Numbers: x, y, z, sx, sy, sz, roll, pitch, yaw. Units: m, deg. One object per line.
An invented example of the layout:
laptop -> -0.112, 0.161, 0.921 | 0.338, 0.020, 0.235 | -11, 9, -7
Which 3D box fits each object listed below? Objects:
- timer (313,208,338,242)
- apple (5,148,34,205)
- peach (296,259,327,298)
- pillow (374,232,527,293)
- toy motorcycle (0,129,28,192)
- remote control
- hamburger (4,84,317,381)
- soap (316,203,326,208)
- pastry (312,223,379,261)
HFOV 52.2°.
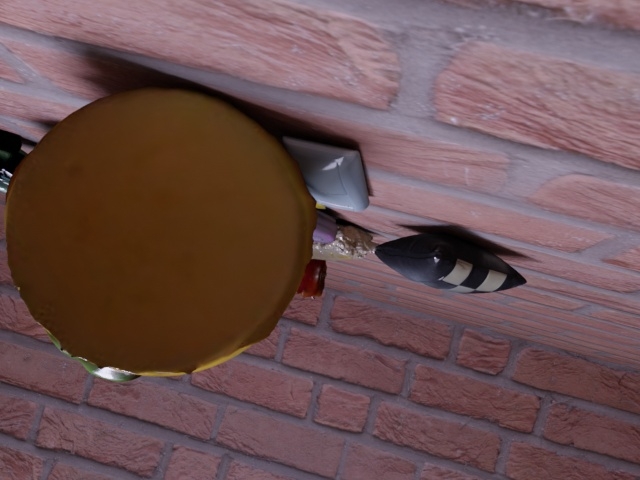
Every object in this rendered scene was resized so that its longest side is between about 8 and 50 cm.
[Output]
timer -> -0.077, -0.047, 1.371 | 0.209, 0.069, 0.191 | 5, 167, 46
apple -> -0.470, -0.045, 1.281 | 0.278, 0.250, 0.309 | -12, 116, 33
peach -> -0.113, 0.048, 1.786 | 0.268, 0.153, 0.159 | 23, -177, 19
pillow -> 0.254, 0.047, 1.269 | 0.250, 0.105, 0.186 | 16, 174, -33
toy motorcycle -> -0.615, -0.129, 1.492 | 0.331, 0.125, 0.196 | 25, 160, -15
remote control -> 0.013, -0.090, 0.986 | 0.103, 0.051, 0.293 | 13, 172, 10
hamburger -> -0.223, 0.001, 0.892 | 0.396, 0.395, 0.277 | 17, 169, -11
soap -> -0.059, -0.086, 1.206 | 0.169, 0.033, 0.089 | 12, 173, 22
pastry -> -0.002, -0.003, 1.497 | 0.259, 0.089, 0.121 | 4, 154, 42
